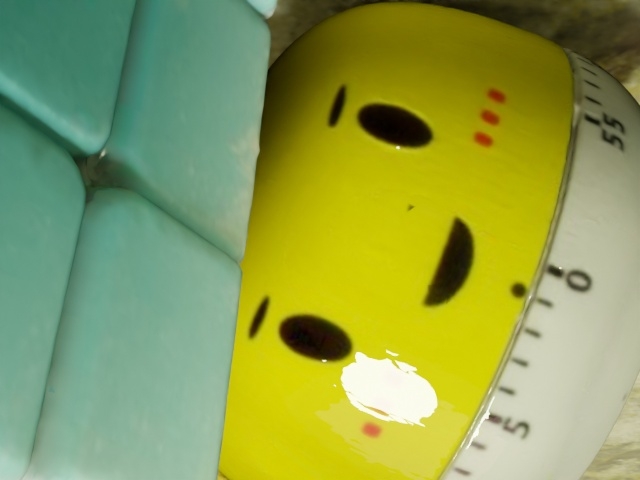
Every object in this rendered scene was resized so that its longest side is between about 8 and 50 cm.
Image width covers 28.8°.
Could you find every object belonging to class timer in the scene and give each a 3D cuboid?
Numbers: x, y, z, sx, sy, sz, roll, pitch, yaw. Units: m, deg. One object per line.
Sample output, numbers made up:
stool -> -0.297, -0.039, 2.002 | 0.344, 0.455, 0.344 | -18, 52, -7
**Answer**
timer -> 0.000, 0.000, 0.601 | 0.285, 0.285, 0.285 | 4, 154, 2

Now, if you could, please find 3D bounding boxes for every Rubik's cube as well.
Rubik's cube -> -0.228, -0.075, 0.417 | 0.318, 0.316, 0.322 | -11, 148, 31

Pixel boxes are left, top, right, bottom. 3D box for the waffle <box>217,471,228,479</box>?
waffle -> -0.131, 0.067, 0.823 | 0.309, 0.283, 0.065 | 46, 149, 16
